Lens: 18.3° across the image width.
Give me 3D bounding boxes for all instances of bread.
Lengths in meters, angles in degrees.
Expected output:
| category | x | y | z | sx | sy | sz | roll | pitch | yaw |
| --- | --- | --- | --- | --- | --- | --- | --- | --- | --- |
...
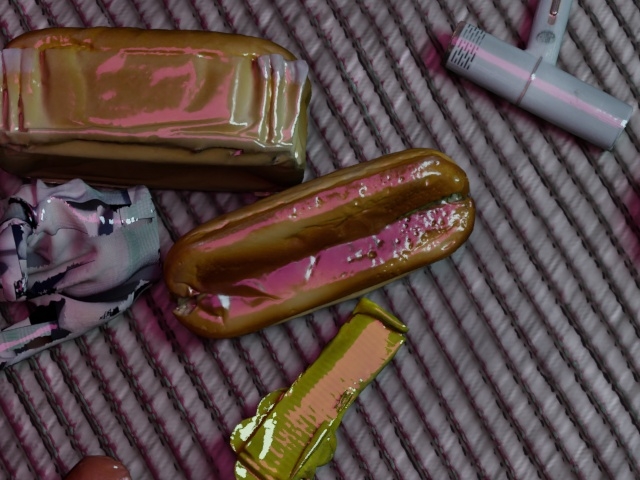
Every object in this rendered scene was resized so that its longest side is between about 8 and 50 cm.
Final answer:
| category | x | y | z | sx | sy | sz | roll | pitch | yaw |
| --- | --- | --- | --- | --- | --- | --- | --- | --- | --- |
| bread | -0.128 | -0.098 | 1.500 | 0.241 | 0.136 | 0.107 | 3 | 76 | 0 |

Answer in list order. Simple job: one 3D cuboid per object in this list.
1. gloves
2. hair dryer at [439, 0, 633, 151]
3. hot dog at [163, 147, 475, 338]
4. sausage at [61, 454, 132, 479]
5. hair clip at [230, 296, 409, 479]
| category | x | y | z | sx | sy | sz | roll | pitch | yaw |
| --- | --- | --- | --- | --- | --- | --- | --- | --- | --- |
| gloves | -0.226 | 0.025 | 1.479 | 0.212 | 0.127 | 0.111 | -12 | 65 | -15 |
| hair dryer | 0.203 | -0.181 | 1.585 | 0.155 | 0.044 | 0.183 | 29 | 74 | 2 |
| hot dog | 0.000 | 0.000 | 1.513 | 0.250 | 0.068 | 0.100 | -19 | 110 | -5 |
| sausage | -0.174 | 0.204 | 1.464 | 0.054 | 0.059 | 0.094 | 36 | 79 | 15 |
| hair clip | -0.005 | 0.122 | 1.498 | 0.072 | 0.046 | 0.173 | 34 | 76 | 9 |
